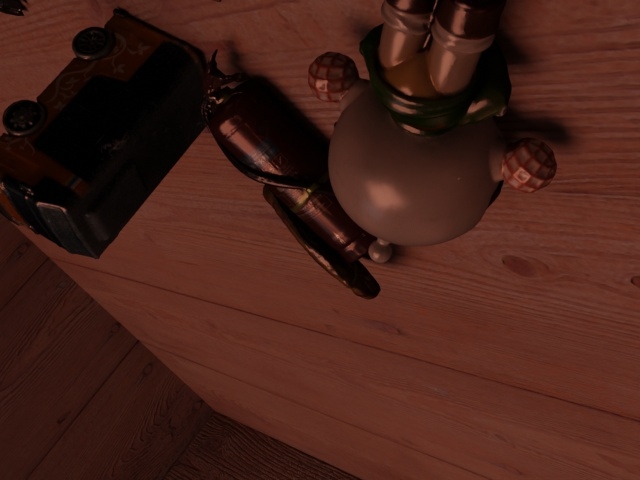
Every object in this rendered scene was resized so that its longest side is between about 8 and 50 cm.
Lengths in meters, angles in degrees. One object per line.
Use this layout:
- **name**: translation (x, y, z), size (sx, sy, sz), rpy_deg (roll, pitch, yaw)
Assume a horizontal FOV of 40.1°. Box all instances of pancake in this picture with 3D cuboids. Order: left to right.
- **pancake**: translation (0.001, 0.000, 1.353), size (0.250, 0.031, 0.250), rpy_deg (43, -173, -6)

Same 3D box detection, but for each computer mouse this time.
- **computer mouse**: translation (-0.553, -0.418, 1.459), size (0.135, 0.047, 0.079), rpy_deg (40, 160, -12)

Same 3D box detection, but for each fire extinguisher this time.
- **fire extinguisher**: translation (-0.043, -0.116, 1.202), size (0.341, 0.105, 0.141), rpy_deg (44, 141, -17)

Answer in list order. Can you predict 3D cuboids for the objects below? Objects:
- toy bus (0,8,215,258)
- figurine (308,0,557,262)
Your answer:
- **toy bus**: translation (-0.311, -0.149, 1.250), size (0.194, 0.323, 0.162), rpy_deg (27, 157, 18)
- **figurine**: translation (0.101, -0.120, 0.881), size (0.281, 0.167, 0.370), rpy_deg (27, 148, 14)
